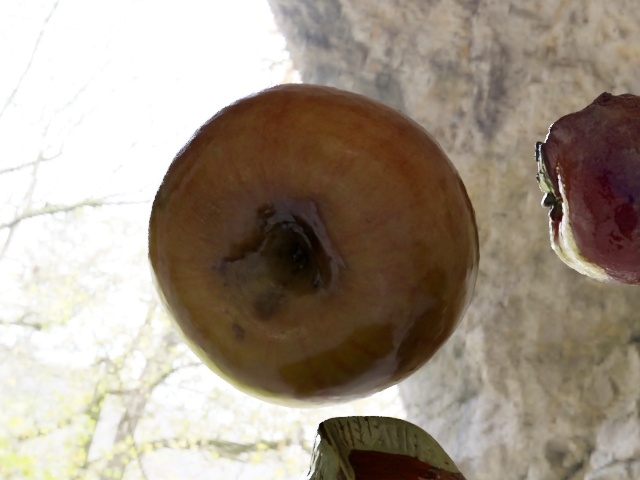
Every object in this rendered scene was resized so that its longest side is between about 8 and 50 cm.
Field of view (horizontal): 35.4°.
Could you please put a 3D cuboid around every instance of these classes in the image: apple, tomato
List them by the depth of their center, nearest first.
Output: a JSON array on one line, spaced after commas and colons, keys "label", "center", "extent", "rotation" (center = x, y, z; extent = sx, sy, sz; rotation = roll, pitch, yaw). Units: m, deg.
[{"label": "apple", "center": [0.000, 0.000, 0.920], "extent": [0.299, 0.299, 0.275], "rotation": [9, 20, 12]}, {"label": "tomato", "center": [0.512, -0.072, 1.588], "extent": [0.289, 0.176, 0.335], "rotation": [-18, -61, -7]}]

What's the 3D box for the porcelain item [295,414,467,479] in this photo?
[{"label": "porcelain item", "center": [0.027, 0.259, 0.792], "extent": [0.253, 0.253, 0.253], "rotation": [12, -18, 4]}]
